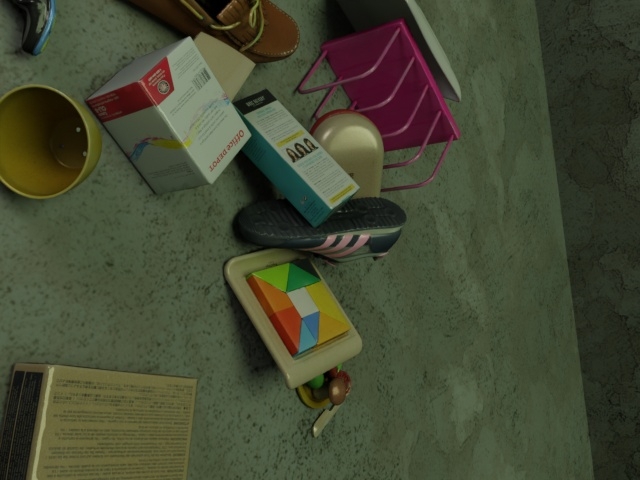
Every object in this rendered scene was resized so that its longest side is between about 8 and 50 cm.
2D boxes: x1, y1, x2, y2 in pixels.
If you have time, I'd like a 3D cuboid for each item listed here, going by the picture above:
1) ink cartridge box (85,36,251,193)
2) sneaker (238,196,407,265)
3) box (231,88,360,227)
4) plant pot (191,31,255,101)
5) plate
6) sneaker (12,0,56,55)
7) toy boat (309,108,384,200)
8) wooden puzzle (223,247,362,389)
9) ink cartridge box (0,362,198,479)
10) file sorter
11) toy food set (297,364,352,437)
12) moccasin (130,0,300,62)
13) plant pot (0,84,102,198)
[{"bbox_3d":[-0.215,-0.176,0.966,0.176,0.127,0.128,58,44,-29],"label":"ink cartridge box"},{"bbox_3d":[0.000,0.000,1.202,0.319,0.131,0.112,-1,43,-22],"label":"sneaker"},{"bbox_3d":[-0.053,-0.143,1.135,0.244,0.060,0.100,47,42,5],"label":"box"},{"bbox_3d":[-0.187,-0.258,1.044,0.096,0.109,0.109,42,52,-25],"label":"plant pot"},{"bbox_3d":[0.166,-0.430,1.404,0.045,0.278,0.277,-46,127,-6],"label":"plate"},{"bbox_3d":[-0.381,-0.326,0.840,0.078,0.067,0.188,-11,95,-31],"label":"sneaker"},{"bbox_3d":[0.033,-0.146,1.288,0.151,0.151,0.231,-7,123,-17],"label":"toy boat"},{"bbox_3d":[-0.036,0.117,1.161,0.221,0.044,0.238,-15,73,-53],"label":"wooden puzzle"},{"bbox_3d":[-0.278,0.262,0.847,0.235,0.088,0.193,22,69,-50],"label":"ink cartridge box"},{"bbox_3d":[0.117,-0.258,1.359,0.290,0.202,0.182,55,49,-32],"label":"file sorter"},{"bbox_3d":[0.016,0.247,1.247,0.128,0.071,0.217,-31,109,-50],"label":"toy food set"},{"bbox_3d":[-0.159,-0.393,1.058,0.380,0.147,0.139,23,67,-49],"label":"moccasin"},{"bbox_3d":[-0.329,-0.122,0.828,0.095,0.134,0.134,-44,123,-79],"label":"plant pot"}]
